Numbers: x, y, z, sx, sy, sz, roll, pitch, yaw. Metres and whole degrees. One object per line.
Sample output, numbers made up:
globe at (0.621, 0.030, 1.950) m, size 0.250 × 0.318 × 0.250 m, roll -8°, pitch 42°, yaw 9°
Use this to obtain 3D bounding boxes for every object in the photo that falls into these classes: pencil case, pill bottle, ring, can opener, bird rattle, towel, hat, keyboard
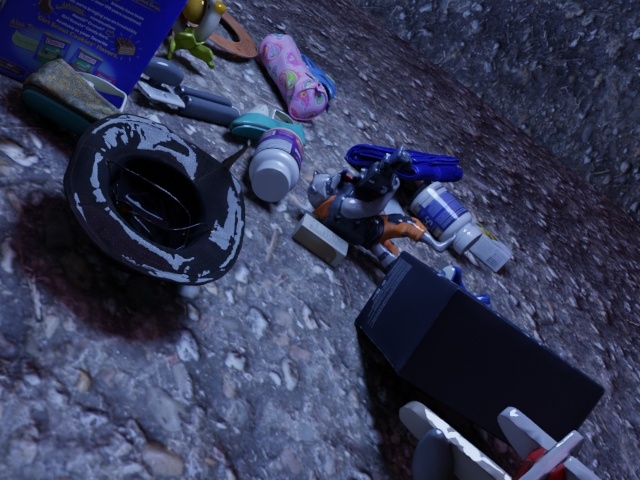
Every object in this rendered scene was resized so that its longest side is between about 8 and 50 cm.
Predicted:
pencil case at (-0.075, -0.451, 2.258) m, size 0.124 × 0.124 × 0.284 m, roll 16°, pitch 34°, yaw -41°
pill bottle at (-0.096, -0.161, 1.778) m, size 0.108 × 0.108 × 0.193 m, roll 34°, pitch 27°, yaw -14°
ring at (-0.315, -0.606, 2.256) m, size 0.337 × 0.032 × 0.336 m, roll 36°, pitch 22°, yaw -17°
can opener at (-0.284, -0.316, 1.799) m, size 0.280 × 0.093 × 0.074 m, roll 13°, pitch 36°, yaw -52°
pill bottle at (0.340, -0.057, 2.208) m, size 0.186 × 0.112 × 0.112 m, roll 48°, pitch 26°, yaw 15°
bird rattle at (-0.309, -0.541, 1.989) m, size 0.143 × 0.207 × 0.253 m, roll 17°, pitch 38°, yaw -43°
towel at (0.241, -0.221, 2.277) m, size 0.228 × 0.076 × 0.308 m, roll 20°, pitch 13°, yaw 31°
hat at (-0.275, -0.036, 1.311) m, size 0.331 × 0.134 × 0.331 m, roll 24°, pitch 41°, yaw -23°
keyboard at (0.178, -0.108, 2.187) m, size 0.072 × 0.014 × 0.256 m, roll 18°, pitch 33°, yaw -30°

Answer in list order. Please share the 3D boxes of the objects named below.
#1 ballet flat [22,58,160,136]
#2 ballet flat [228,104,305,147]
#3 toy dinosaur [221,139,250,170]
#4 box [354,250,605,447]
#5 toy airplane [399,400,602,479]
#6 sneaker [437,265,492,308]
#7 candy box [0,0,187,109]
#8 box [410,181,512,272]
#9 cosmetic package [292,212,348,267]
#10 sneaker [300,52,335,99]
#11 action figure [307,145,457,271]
ballet flat at (-0.354, -0.200, 1.455) m, size 0.349 × 0.123 × 0.123 m, roll 35°, pitch 26°, yaw -6°
ballet flat at (-0.126, -0.270, 1.928) m, size 0.247 × 0.083 × 0.087 m, roll 12°, pitch 71°, yaw -52°
toy dinosaur at (-0.181, -0.086, 1.483) m, size 0.064 × 0.268 × 0.118 m, roll 3°, pitch 78°, yaw -24°
box at (0.278, 0.206, 1.508) m, size 0.343 × 0.179 × 0.312 m, roll 33°, pitch 4°, yaw -16°
toy airplane at (0.293, 0.419, 1.203) m, size 0.384 × 0.272 × 0.386 m, roll 49°, pitch -9°, yaw -13°
sneaker at (0.335, 0.186, 1.796) m, size 0.296 × 0.131 × 0.112 m, roll 50°, pitch 25°, yaw 15°
candy box at (-0.421, -0.413, 1.488) m, size 0.268 × 0.317 × 0.122 m, roll 24°, pitch 30°, yaw -32°
box at (0.397, -0.043, 2.320) m, size 0.324 × 0.067 × 0.063 m, roll 40°, pitch 25°, yaw 0°
cosmetic package at (0.000, 0.000, 1.731) m, size 0.115 × 0.041 × 0.060 m, roll 36°, pitch 26°, yaw -9°
sneaker at (-0.043, -0.485, 2.415) m, size 0.209 × 0.069 × 0.082 m, roll 33°, pitch 30°, yaw -16°
action figure at (0.119, -0.048, 1.759) m, size 0.330 × 0.341 × 0.178 m, roll 32°, pitch 63°, yaw -3°
